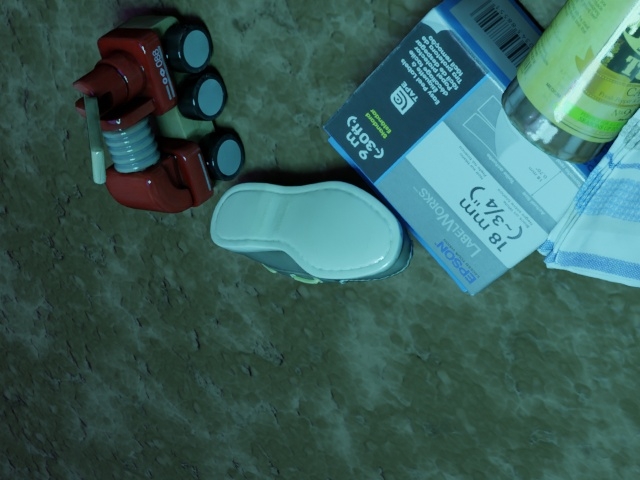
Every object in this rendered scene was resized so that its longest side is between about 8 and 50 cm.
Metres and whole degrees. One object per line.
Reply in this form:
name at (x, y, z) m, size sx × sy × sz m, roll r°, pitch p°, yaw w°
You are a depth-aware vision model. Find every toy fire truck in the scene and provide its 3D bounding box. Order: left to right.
toy fire truck at (-0.208, -0.114, 1.767) m, size 0.158 × 0.246 × 0.217 m, roll 8°, pitch 125°, yaw 38°

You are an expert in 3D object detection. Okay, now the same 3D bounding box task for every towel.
towel at (0.347, -0.047, 1.404) m, size 0.209 × 0.034 × 0.285 m, roll 13°, pitch 138°, yaw -14°

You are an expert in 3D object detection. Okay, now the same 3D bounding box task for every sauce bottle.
sauce bottle at (0.284, -0.217, 1.319) m, size 0.111 × 0.111 × 0.344 m, roll 41°, pitch 126°, yaw 10°

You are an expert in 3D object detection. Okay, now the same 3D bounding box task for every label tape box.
label tape box at (0.135, -0.077, 1.599) m, size 0.240 × 0.106 × 0.333 m, roll 48°, pitch 140°, yaw 2°

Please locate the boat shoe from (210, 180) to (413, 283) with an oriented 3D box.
boat shoe at (0.002, -0.004, 1.758) m, size 0.091 × 0.109 × 0.305 m, roll 29°, pitch 168°, yaw -40°
